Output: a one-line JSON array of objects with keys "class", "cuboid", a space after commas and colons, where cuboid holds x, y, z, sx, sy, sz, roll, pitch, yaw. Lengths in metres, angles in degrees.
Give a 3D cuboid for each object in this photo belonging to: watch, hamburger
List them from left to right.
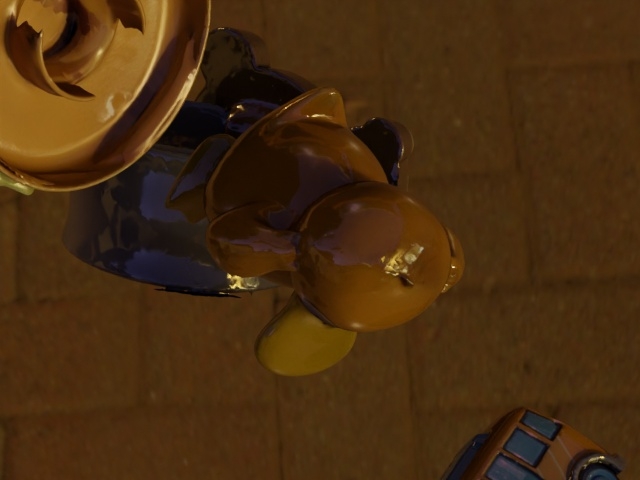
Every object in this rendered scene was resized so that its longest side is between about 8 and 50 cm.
[{"class": "hamburger", "cuboid": [-0.237, -0.185, 1.304, 0.212, 0.274, 0.274, 27, 62, 40]}, {"class": "watch", "cuboid": [-0.110, -0.058, 1.906, 0.335, 0.314, 0.327, 19, 21, 28]}]

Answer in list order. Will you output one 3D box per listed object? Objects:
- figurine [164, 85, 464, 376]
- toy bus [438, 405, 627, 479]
[{"class": "figurine", "cuboid": [-0.001, -0.010, 1.361, 0.215, 0.215, 0.228, -17, 58, -7]}, {"class": "toy bus", "cuboid": [0.163, 0.247, 1.485, 0.136, 0.126, 0.209, 38, 57, 2]}]
